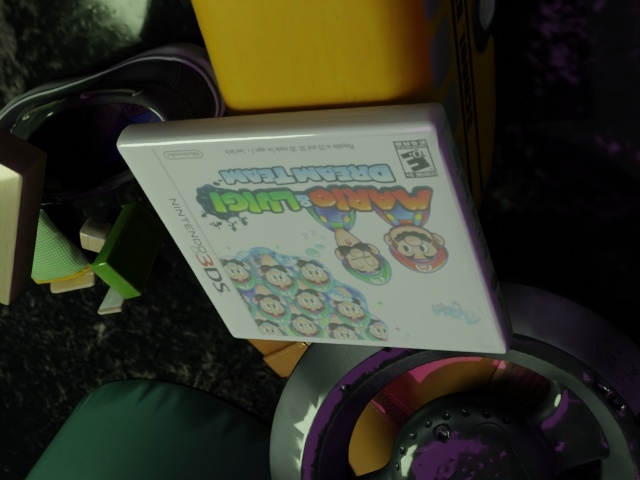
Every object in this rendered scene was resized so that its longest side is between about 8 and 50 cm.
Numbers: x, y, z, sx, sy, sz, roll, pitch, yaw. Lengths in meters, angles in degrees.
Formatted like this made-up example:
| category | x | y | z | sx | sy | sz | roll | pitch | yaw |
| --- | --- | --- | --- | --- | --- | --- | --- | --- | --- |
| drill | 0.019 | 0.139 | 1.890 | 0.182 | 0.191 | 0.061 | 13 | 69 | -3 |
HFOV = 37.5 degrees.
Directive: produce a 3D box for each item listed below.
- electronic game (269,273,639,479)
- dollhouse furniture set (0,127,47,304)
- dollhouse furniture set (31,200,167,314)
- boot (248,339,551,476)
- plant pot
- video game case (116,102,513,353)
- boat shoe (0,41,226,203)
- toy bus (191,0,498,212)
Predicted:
| category | x | y | z | sx | sy | sz | roll | pitch | yaw |
| --- | --- | --- | --- | --- | --- | --- | --- | --- | --- |
| electronic game | 0.085 | 0.127 | 0.526 | 0.229 | 0.048 | 0.229 | 3 | 108 | 8 |
| dollhouse furniture set | -0.218 | -0.076 | 0.589 | 0.151 | 0.123 | 0.144 | 27 | 133 | 5 |
| dollhouse furniture set | -0.179 | 0.018 | 0.673 | 0.152 | 0.058 | 0.076 | -10 | 135 | 34 |
| boot | 0.026 | 0.116 | 0.618 | 0.220 | 0.109 | 0.283 | 32 | 130 | -1 |
| plant pot | -0.149 | 0.300 | 0.760 | 0.293 | 0.235 | 0.293 | 14 | 128 | 18 |
| video game case | 0.000 | 0.000 | 0.443 | 0.157 | 0.019 | 0.143 | 0 | 136 | 27 |
| boat shoe | -0.158 | -0.058 | 0.603 | 0.228 | 0.076 | 0.080 | -12 | 119 | 33 |
| toy bus | 0.006 | -0.139 | 0.403 | 0.108 | 0.130 | 0.332 | 8 | 138 | 22 |
